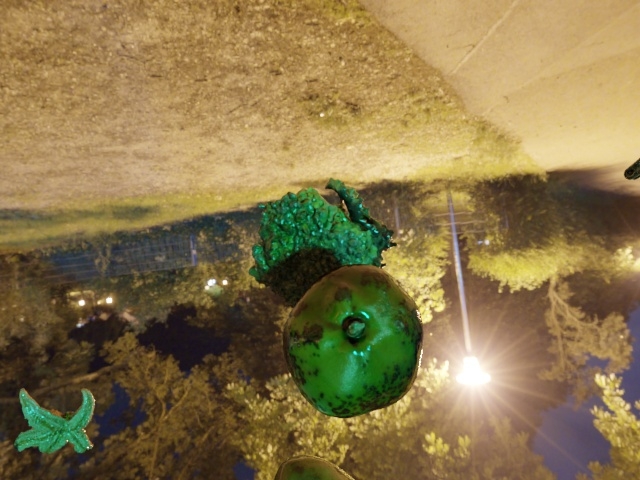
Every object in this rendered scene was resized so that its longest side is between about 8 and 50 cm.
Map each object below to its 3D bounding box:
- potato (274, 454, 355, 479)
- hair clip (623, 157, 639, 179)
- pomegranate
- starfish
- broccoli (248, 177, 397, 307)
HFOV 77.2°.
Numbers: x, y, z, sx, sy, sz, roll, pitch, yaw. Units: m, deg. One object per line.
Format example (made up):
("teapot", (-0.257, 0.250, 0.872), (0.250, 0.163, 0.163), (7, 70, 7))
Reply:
("potato", (0.009, 0.690, 1.031), (0.304, 0.216, 0.215), (22, -168, 27))
("hair clip", (0.403, -0.118, 0.468), (0.070, 0.039, 0.229), (-17, 158, 24))
("pomegranate", (0.037, 0.147, 0.651), (0.222, 0.204, 0.276), (-42, -162, -11))
("starfish", (-0.571, 0.401, 0.870), (0.238, 0.071, 0.216), (-37, 131, 10))
("broccoli", (0.002, 0.017, 0.950), (0.333, 0.272, 0.324), (4, 153, -10))
